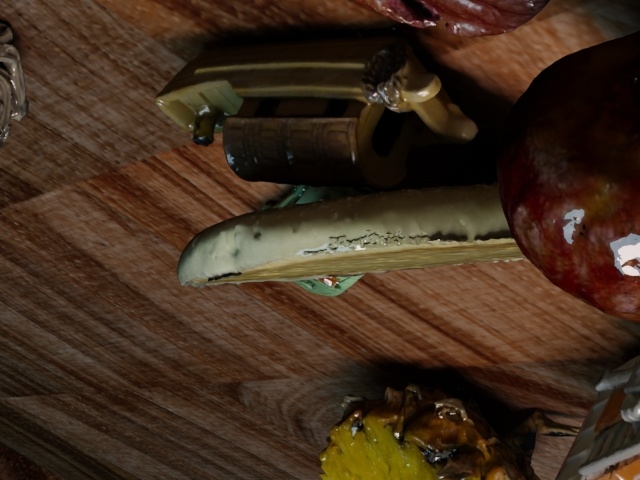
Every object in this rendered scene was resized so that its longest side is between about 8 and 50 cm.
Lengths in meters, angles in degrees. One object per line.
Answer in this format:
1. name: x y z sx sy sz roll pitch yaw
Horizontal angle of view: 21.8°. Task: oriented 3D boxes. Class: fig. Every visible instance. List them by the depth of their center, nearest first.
1. fig: 0.204 -0.029 0.791 0.170 0.146 0.274 -21 160 32

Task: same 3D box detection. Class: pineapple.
1. pineapple: 0.106 0.185 1.470 0.161 0.158 0.334 63 156 8

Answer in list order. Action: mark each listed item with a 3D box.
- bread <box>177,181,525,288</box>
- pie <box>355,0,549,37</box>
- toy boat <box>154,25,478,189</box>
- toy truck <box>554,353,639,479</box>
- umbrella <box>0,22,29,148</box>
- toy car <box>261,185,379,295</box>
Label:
1. bread: 0.042 -0.003 0.997 0.266 0.041 0.267 -5 176 0
2. pie: 0.047 -0.152 0.790 0.153 0.038 0.153 21 157 9
3. toy boat: -0.012 -0.074 0.975 0.226 0.088 0.068 4 153 42
4. toy truck: 0.279 0.143 1.074 0.207 0.173 0.387 32 157 -1
5. umbrella: -0.355 -0.121 1.235 0.357 0.113 0.106 14 131 39
6. toy car: 0.000 0.000 1.192 0.093 0.058 0.186 30 160 -9
